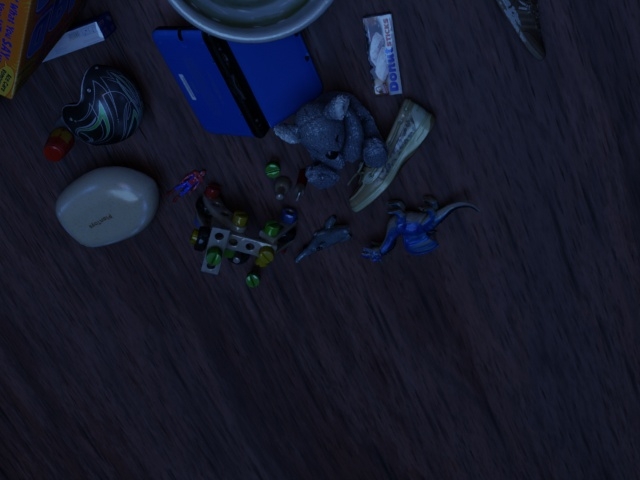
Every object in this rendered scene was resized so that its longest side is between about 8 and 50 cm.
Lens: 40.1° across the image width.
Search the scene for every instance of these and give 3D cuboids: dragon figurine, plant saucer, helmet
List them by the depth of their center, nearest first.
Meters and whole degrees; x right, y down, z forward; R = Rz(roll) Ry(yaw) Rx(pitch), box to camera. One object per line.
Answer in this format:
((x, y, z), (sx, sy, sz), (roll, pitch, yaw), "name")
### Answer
((-0.136, -0.586, 1.700), (0.401, 0.100, 0.400), (0, 102, -2), "plant saucer")
((-0.472, -0.300, 1.937), (0.162, 0.169, 0.169), (-27, 113, 34), "helmet")
((0.234, -0.024, 2.067), (0.289, 0.085, 0.144), (-8, 117, 9), "dragon figurine")

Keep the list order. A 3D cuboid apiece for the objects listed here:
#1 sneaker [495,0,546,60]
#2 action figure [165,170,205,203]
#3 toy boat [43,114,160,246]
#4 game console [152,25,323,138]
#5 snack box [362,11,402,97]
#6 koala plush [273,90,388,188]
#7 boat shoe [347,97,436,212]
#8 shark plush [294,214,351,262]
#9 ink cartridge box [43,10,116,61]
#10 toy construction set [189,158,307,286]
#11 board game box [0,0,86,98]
((0.434, -0.465, 1.834), (0.071, 0.066, 0.188), (-33, 111, 18), "sneaker")
((-0.317, -0.132, 2.087), (0.115, 0.030, 0.038), (-36, 104, 18), "action figure")
((-0.523, -0.142, 2.047), (0.268, 0.148, 0.318), (-20, 122, 19), "toy boat")
((-0.176, -0.384, 1.903), (0.250, 0.173, 0.293), (9, 143, 33), "game console")
((0.136, -0.404, 1.913), (0.064, 0.022, 0.178), (-8, 116, 7), "snack box")
((0.009, -0.238, 1.867), (0.196, 0.221, 0.203), (-22, 79, 21), "koala plush")
((0.145, -0.190, 1.987), (0.089, 0.104, 0.285), (36, 104, -8), "boat shoe")
((0.000, 0.000, 2.107), (0.161, 0.067, 0.073), (-21, 114, 14), "shark plush")
((-0.557, -0.436, 1.908), (0.207, 0.097, 0.046), (-16, 115, 12), "ink cartridge box")
((-0.157, -0.029, 2.009), (0.257, 0.237, 0.309), (41, 113, -16), "toy construction set")
((-0.644, -0.565, 1.648), (0.356, 0.356, 0.356), (24, 136, -8), "board game box")
